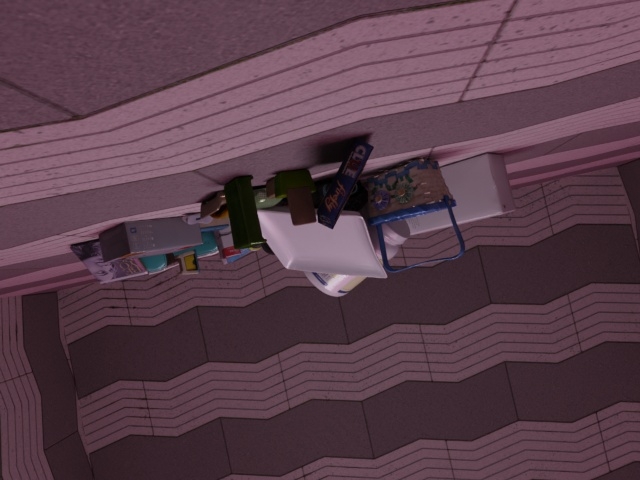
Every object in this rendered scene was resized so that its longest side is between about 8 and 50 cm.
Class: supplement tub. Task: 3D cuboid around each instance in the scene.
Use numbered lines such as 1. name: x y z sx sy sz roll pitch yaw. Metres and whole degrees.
1. supplement tub: 0.109 0.009 1.806 0.325 0.235 0.235 -41 164 25

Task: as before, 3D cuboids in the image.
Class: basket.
1. basket: 0.255 -0.067 1.542 0.255 0.288 0.201 -18 179 38

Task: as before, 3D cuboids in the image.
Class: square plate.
1. square plate: 0.000 0.000 1.590 0.345 0.049 0.347 4 150 22

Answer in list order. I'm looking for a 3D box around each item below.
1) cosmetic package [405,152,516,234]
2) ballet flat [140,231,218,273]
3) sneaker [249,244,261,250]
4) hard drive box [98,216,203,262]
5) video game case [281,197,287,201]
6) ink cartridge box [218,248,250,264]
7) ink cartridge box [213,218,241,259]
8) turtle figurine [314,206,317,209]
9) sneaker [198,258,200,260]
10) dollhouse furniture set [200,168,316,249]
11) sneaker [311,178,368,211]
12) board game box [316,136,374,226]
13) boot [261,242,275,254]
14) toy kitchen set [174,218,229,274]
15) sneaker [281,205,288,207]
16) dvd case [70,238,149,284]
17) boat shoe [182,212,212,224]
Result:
1. cosmetic package: 0.423 -0.143 1.798 0.366 0.196 0.155 -13 179 36
2. ballet flat: -0.538 0.028 1.921 0.401 0.139 0.139 -13 178 -12
3. sneaker: -0.218 -0.034 2.361 0.121 0.111 0.300 -26 175 34
4. hard drive box: -0.496 -0.005 1.605 0.232 0.089 0.181 -10 177 -44
5. video game case: -0.151 -0.114 1.688 0.167 0.015 0.119 -11 177 -16
6. ink cartridge box: -0.349 0.004 2.074 0.090 0.143 0.092 -31 -173 -30
7. ink cartridge box: -0.316 -0.010 1.832 0.056 0.135 0.099 -15 179 -21
8. turtle figurine: -0.021 -0.092 1.915 0.270 0.087 0.217 -6 -161 34
9. sneaker: -0.517 0.026 2.240 0.287 0.108 0.130 -24 166 26
10. dollhouse furniture set: -0.156 -0.058 1.349 0.198 0.151 0.302 -11 177 -30
11. sneaker: 0.082 -0.128 1.556 0.106 0.101 0.267 -17 176 32
12. board game box: 0.048 -0.112 1.164 0.042 0.164 0.243 27 178 1
13. boot: -0.065 -0.039 2.201 0.378 0.138 0.284 -26 -179 -9
14. toy kitchen set: -0.382 0.018 1.769 0.122 0.165 0.207 -10 177 -36
15. sneaker: -0.182 -0.071 1.841 0.170 0.071 0.068 -13 177 24
16. dvd case: -0.674 0.066 1.766 0.165 0.018 0.221 -13 144 0
17. boat shoe: -0.359 -0.066 1.598 0.035 0.035 0.100 19 -160 33
